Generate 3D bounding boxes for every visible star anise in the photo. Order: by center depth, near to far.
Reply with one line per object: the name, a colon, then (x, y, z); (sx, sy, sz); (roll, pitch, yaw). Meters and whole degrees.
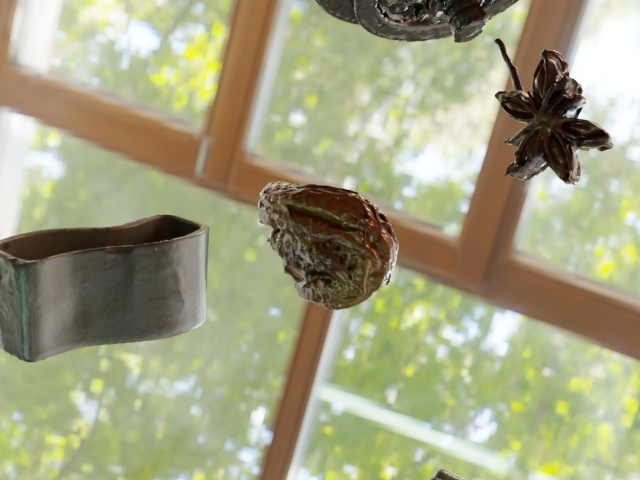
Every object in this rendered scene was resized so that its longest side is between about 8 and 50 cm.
star anise: (0.203, -0.128, 1.593); (0.070, 0.097, 0.190); (17, -138, -50)

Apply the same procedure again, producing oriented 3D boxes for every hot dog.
hot dog: (0.001, -0.003, 2.031); (0.099, 0.160, 0.227); (-30, -165, -19)

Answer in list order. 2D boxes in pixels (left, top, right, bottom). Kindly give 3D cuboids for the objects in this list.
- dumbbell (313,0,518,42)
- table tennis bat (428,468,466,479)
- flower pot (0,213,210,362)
dumbbell: (0.054, -0.266, 1.181); (0.192, 0.192, 0.290); (-2, -116, -38)
table tennis bat: (0.210, 0.289, 1.651); (0.237, 0.038, 0.149); (27, 170, 3)
flower pot: (-0.222, 0.045, 1.726); (0.229, 0.108, 0.103); (-8, -160, -30)
